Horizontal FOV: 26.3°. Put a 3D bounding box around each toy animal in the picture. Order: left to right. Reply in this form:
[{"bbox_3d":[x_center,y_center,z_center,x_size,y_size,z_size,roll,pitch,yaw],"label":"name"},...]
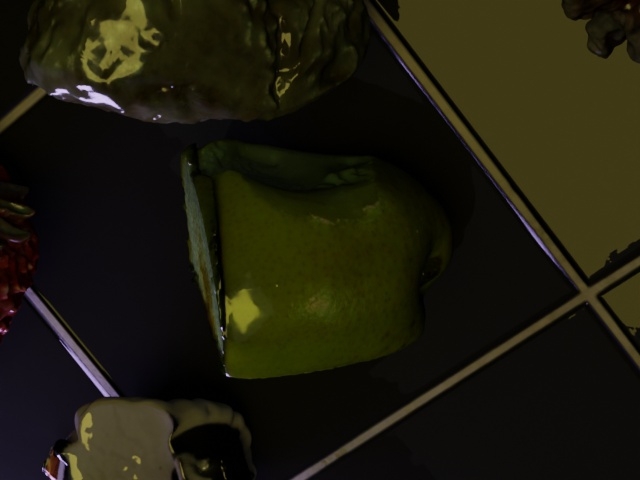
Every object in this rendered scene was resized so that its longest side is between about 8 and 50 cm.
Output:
[{"bbox_3d":[-0.175,0.262,1.466,0.204,0.156,0.208,-2,91,18],"label":"toy animal"}]

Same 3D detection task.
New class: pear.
[{"bbox_3d":[0.000,0.000,1.287,0.292,0.292,0.159,11,112,10],"label":"pear"}]

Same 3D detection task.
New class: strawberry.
[{"bbox_3d":[-0.392,0.016,1.468,0.233,0.137,0.306,45,140,16],"label":"strawberry"}]

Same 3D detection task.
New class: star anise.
[{"bbox_3d":[0.260,-0.235,1.159,0.129,0.212,0.283,-23,103,13],"label":"star anise"}]

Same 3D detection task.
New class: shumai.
[{"bbox_3d":[-0.117,-0.274,1.178,0.292,0.330,0.288,28,126,30],"label":"shumai"}]

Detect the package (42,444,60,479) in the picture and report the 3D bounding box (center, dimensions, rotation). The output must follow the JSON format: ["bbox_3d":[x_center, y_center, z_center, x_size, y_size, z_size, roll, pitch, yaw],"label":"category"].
[{"bbox_3d":[-0.288,0.291,1.567,0.077,0.033,0.111,28,108,14],"label":"package"}]
